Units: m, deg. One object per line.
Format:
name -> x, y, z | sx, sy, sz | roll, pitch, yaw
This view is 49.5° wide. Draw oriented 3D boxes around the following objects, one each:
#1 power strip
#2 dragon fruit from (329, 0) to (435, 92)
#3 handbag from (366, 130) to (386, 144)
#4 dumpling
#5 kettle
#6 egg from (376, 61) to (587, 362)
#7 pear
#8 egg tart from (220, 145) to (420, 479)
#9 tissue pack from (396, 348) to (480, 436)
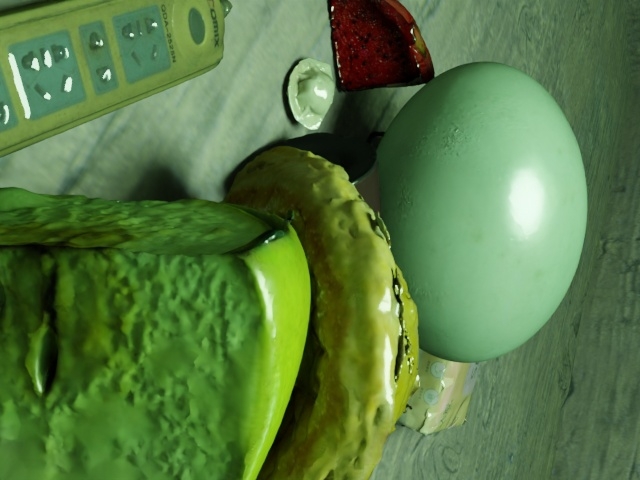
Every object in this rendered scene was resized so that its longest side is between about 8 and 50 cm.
power strip -> -0.185, -0.139, 0.530 | 0.387, 0.066, 0.092 | -42, 132, -48
dragon fruit -> 0.087, -0.270, 0.901 | 0.127, 0.121, 0.160 | -43, 126, -54
handbag -> 0.108, -0.113, 1.024 | 0.139, 0.072, 0.115 | 33, 72, -40
dumpling -> -0.014, -0.177, 0.832 | 0.052, 0.057, 0.076 | -102, -149, -68
kettle -> 0.000, 0.000, 0.816 | 0.202, 0.144, 0.232 | -92, 176, -58
egg -> 0.191, -0.028, 0.883 | 0.276, 0.276, 0.388 | -28, 128, -54
pear -> -0.141, 0.109, 0.473 | 0.176, 0.287, 0.281 | -37, 128, -74
egg tart -> -0.018, 0.084, 0.591 | 0.132, 0.341, 0.341 | 10, 86, -31
tissue pack -> 0.200, 0.183, 1.162 | 0.215, 0.123, 0.256 | 15, 90, -60
